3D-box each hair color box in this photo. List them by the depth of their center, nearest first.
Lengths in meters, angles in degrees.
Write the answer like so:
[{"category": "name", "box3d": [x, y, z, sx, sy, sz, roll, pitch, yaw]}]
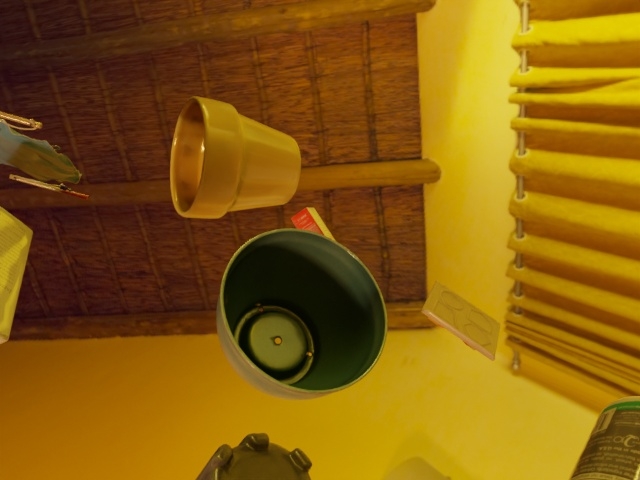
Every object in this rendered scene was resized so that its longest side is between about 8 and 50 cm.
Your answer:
[{"category": "hair color box", "box3d": [0.000, 0.000, 1.268, 0.053, 0.093, 0.167, -35, -94, 10]}]

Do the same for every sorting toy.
[{"category": "sorting toy", "box3d": [0.340, 0.192, 1.227, 0.038, 0.193, 0.208, -59, -10, 24]}]

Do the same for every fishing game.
[{"category": "fishing game", "box3d": [-0.447, -0.137, 0.749, 0.189, 0.264, 0.041, 14, -109, -2]}]

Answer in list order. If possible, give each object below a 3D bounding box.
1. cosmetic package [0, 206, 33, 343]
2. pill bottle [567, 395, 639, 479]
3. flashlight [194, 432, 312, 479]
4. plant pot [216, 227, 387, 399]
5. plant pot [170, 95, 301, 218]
[{"category": "cosmetic package", "box3d": [-0.475, 0.039, 0.607, 0.151, 0.184, 0.151, -23, -41, 8]}, {"category": "pill bottle", "box3d": [0.433, 0.407, 0.692, 0.361, 0.204, 0.204, -38, -55, -35]}, {"category": "flashlight", "box3d": [-0.105, 0.273, 0.378, 0.103, 0.103, 0.304, 27, -73, -23]}, {"category": "plant pot", "box3d": [-0.055, 0.154, 0.905, 0.293, 0.293, 0.196, -19, -22, -34]}, {"category": "plant pot", "box3d": [-0.183, -0.170, 1.128, 0.239, 0.254, 0.254, 4, -79, -31]}]
